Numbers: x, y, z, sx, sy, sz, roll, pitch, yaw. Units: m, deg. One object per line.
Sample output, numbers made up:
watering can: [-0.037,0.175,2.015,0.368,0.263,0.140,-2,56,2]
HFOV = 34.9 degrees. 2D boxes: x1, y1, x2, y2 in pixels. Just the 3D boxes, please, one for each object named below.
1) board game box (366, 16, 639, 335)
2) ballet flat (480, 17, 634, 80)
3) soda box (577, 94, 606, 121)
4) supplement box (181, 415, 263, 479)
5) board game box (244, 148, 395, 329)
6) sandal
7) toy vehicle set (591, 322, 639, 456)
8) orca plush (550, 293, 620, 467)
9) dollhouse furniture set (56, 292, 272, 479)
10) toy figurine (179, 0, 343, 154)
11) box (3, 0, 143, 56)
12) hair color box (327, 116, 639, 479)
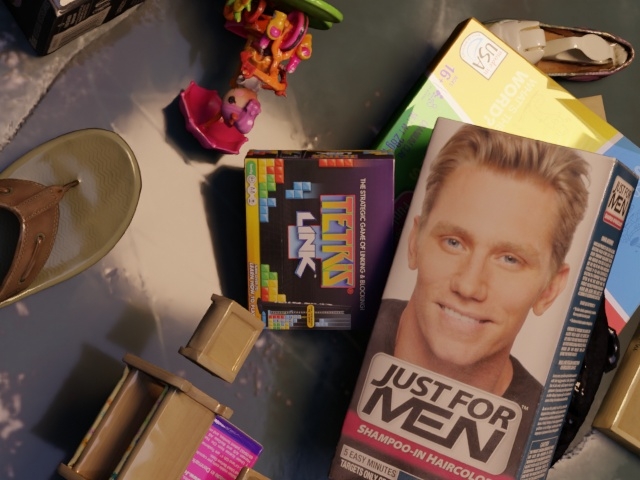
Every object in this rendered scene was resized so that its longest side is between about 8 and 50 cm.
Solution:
board game box: [0.201,-0.035,1.043,0.316,0.064,0.242,36,89,-8]
ballet flat: [0.244,-0.208,1.109,0.221,0.079,0.077,-3,88,-20]
soda box: [0.288,-0.064,1.127,0.061,0.058,0.181,-11,90,-21]
supplement box: [-0.166,0.243,0.911,0.114,0.111,0.220,38,75,-14]
board game box: [0.000,0.000,0.972,0.141,0.048,0.170,0,106,3]
sandal: [-0.286,0.006,0.895,0.302,0.086,0.120,-33,98,-19]
toy vehicle set: [0.440,0.139,1.182,0.166,0.035,0.267,34,76,-15]
orca plush: [0.209,0.138,0.972,0.151,0.102,0.287,29,93,-7]
dollhouse furniture set: [-0.096,0.155,0.853,0.161,0.101,0.182,41,72,-38]
toy figurine: [-0.066,-0.156,0.961,0.130,0.173,0.159,21,93,-35]
box: [-0.253,-0.323,0.886,0.143,0.165,0.270,-34,98,-19]
hair color box: [0.145,0.079,0.920,0.105,0.174,0.347,14,93,-61]
